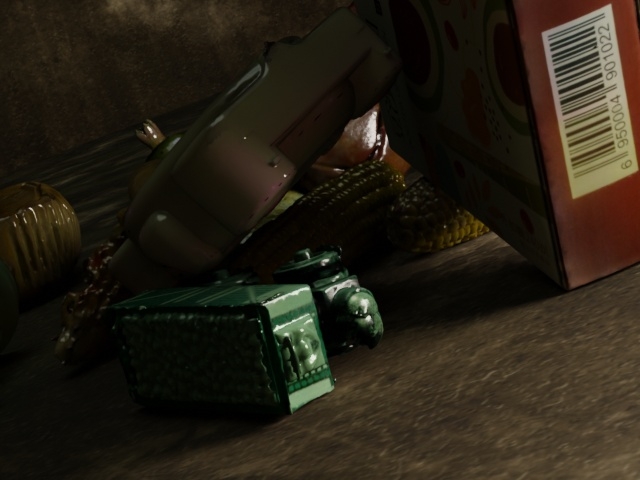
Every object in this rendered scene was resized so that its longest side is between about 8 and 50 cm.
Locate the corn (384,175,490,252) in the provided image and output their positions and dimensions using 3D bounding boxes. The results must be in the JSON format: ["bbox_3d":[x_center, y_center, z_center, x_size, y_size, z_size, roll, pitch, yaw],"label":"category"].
[{"bbox_3d":[0.198,-0.063,1.639,0.291,0.101,0.101,-26,14,-22],"label":"corn"}]

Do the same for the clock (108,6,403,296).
[{"bbox_3d":[-0.076,-0.074,1.498,0.284,0.114,0.309,-49,2,-40],"label":"clock"}]

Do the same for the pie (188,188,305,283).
[{"bbox_3d":[-0.114,-0.017,1.862,0.257,0.106,0.274,-6,15,11],"label":"pie"}]

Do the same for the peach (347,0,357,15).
[{"bbox_3d":[0.107,-0.270,2.322,0.245,0.249,0.274,-21,8,-22],"label":"peach"}]

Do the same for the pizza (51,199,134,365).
[{"bbox_3d":[-0.226,0.041,1.659,0.226,0.069,0.147,-60,-12,-9],"label":"pizza"}]

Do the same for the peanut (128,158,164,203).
[{"bbox_3d":[-0.189,-0.063,2.170,0.101,0.117,0.263,25,-16,-40],"label":"peanut"}]

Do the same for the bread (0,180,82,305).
[{"bbox_3d":[-0.444,0.016,2.098,0.227,0.143,0.253,-17,15,-5],"label":"bread"}]

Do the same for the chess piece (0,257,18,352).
[{"bbox_3d":[-0.429,0.124,1.635,0.175,0.176,0.298,-16,25,7],"label":"chess piece"}]

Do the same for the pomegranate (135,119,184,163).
[{"bbox_3d":[-0.253,-0.142,2.532,0.114,0.142,0.114,-41,3,3],"label":"pomegranate"}]

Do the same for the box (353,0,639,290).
[{"bbox_3d":[0.159,-0.189,1.424,0.122,0.345,0.385,-23,30,-13],"label":"box"}]

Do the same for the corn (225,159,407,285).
[{"bbox_3d":[0.001,-0.004,1.642,0.102,0.102,0.313,-9,16,35],"label":"corn"}]

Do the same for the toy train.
[{"bbox_3d":[-0.069,0.076,1.346,0.154,0.115,0.269,-21,12,-41],"label":"toy train"}]

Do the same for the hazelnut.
[{"bbox_3d":[0.012,-0.134,1.981,0.233,0.218,0.218,10,20,15],"label":"hazelnut"}]
